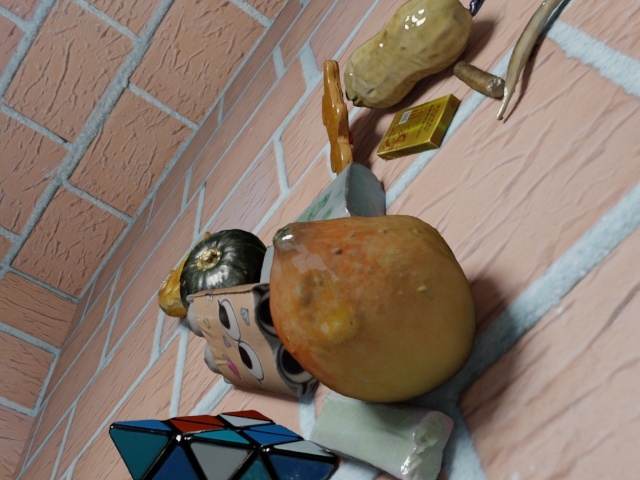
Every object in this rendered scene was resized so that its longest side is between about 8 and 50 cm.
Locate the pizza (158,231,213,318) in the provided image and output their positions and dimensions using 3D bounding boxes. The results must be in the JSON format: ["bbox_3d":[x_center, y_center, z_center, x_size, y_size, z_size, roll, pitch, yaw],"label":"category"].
[{"bbox_3d":[-0.271,0.074,1.542,0.336,0.086,0.226,-30,30,47],"label":"pizza"}]

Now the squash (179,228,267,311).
[{"bbox_3d":[-0.176,0.071,1.254,0.193,0.155,0.193,-31,20,13],"label":"squash"}]

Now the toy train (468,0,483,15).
[{"bbox_3d":[0.269,-0.413,1.114,0.083,0.017,0.017,-60,21,-1],"label":"toy train"}]

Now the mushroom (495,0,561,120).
[{"bbox_3d":[0.301,-0.292,0.866,0.306,0.043,0.068,-57,-3,9],"label":"mushroom"}]

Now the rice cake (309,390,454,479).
[{"bbox_3d":[0.059,0.204,0.719,0.080,0.042,0.222,-61,20,-18],"label":"rice cake"}]

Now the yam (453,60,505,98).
[{"bbox_3d":[0.224,-0.231,0.955,0.032,0.032,0.145,-52,21,15],"label":"yam"}]

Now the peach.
[{"bbox_3d":[0.045,0.055,0.697,0.232,0.233,0.232,-46,25,29],"label":"peach"}]

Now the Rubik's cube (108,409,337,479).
[{"bbox_3d":[-0.145,0.277,0.916,0.284,0.250,0.234,-57,2,16],"label":"Rubik's cube"}]

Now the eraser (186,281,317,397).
[{"bbox_3d":[-0.109,0.146,1.026,0.087,0.171,0.291,-25,6,-29],"label":"eraser"}]

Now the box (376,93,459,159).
[{"bbox_3d":[0.150,-0.176,1.050,0.089,0.022,0.156,-63,22,-15],"label":"box"}]

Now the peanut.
[{"bbox_3d":[0.138,-0.311,1.118,0.290,0.130,0.130,-29,36,50],"label":"peanut"}]

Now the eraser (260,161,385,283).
[{"bbox_3d":[0.000,0.000,1.062,0.227,0.081,0.174,-46,24,31],"label":"eraser"}]

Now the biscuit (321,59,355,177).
[{"bbox_3d":[0.037,-0.194,1.204,0.165,0.036,0.250,92,170,-55],"label":"biscuit"}]
